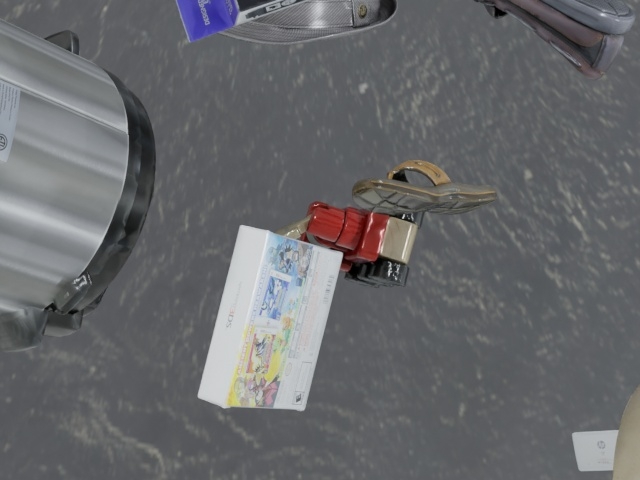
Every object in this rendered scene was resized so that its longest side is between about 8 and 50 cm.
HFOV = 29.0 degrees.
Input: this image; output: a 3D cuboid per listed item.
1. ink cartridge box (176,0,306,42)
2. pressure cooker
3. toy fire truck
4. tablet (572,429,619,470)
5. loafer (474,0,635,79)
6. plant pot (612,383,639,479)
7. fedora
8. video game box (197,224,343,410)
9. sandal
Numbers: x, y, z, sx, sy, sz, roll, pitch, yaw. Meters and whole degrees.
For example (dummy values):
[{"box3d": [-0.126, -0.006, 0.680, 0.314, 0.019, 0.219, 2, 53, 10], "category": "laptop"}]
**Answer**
[{"box3d": [-0.067, -0.327, 1.241, 0.208, 0.045, 0.206, -19, 79, 2], "category": "ink cartridge box"}, {"box3d": [-0.414, -0.082, 1.565, 0.420, 0.375, 0.370, 21, 108, -46], "category": "pressure cooker"}, {"box3d": [0.000, 0.000, 1.826, 0.246, 0.217, 0.159, 17, 84, -12], "category": "toy fire truck"}, {"box3d": [0.380, 0.282, 1.661, 0.083, 0.006, 0.054, -10, 91, 38], "category": "tablet"}, {"box3d": [0.241, -0.297, 1.527, 0.302, 0.109, 0.095, 35, 126, 30], "category": "loafer"}, {"box3d": [0.414, 0.242, 1.093, 0.191, 0.284, 0.284, -15, 120, 42], "category": "plant pot"}, {"box3d": [-0.026, -0.344, 1.580, 0.275, 0.243, 0.124, -17, 122, -38], "category": "fedora"}, {"box3d": [-0.056, 0.097, 1.461, 0.048, 0.187, 0.205, 13, 88, 27], "category": "video game box"}, {"box3d": [0.125, -0.068, 1.501, 0.219, 0.090, 0.060, -1, 78, -35], "category": "sandal"}]
